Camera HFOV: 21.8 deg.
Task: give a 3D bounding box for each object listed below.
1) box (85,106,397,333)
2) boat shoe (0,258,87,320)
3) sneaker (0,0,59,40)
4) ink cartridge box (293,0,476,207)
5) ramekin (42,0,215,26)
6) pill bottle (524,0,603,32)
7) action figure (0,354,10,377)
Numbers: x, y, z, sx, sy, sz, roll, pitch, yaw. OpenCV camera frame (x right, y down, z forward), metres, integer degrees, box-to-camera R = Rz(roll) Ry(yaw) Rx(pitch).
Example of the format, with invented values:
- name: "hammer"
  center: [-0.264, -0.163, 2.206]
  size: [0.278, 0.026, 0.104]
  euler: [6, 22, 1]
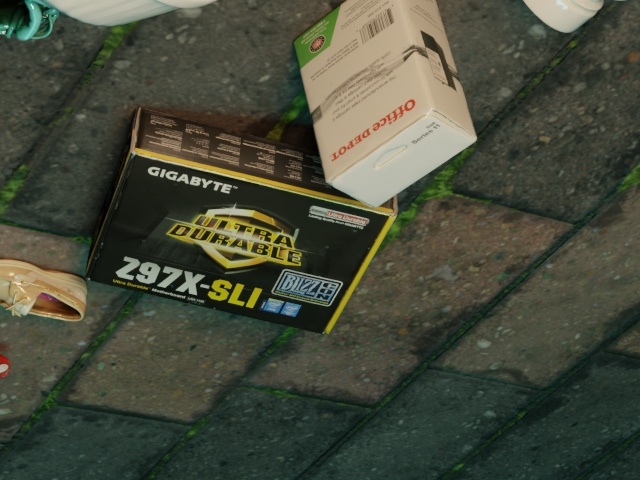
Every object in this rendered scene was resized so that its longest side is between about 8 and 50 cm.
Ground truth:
- name: "box"
  center: [-0.100, -0.017, 2.012]
  size: [0.322, 0.079, 0.257]
  euler: [14, 141, -13]
- name: "boat shoe"
  center: [-0.374, 0.068, 2.118]
  size: [0.170, 0.059, 0.063]
  euler: [9, 140, -28]
- name: "sneaker"
  center: [-0.275, -0.228, 1.500]
  size: [0.107, 0.110, 0.275]
  euler: [-38, 176, 34]
- name: "ink cartridge box"
  center: [0.067, -0.162, 1.793]
  size: [0.153, 0.208, 0.087]
  euler: [-33, 140, 28]
- name: "ramekin"
  center: [-0.189, -0.314, 1.469]
  size: [0.127, 0.273, 0.273]
  euler: [-20, 146, 31]
- name: "pill bottle"
  center: [0.308, -0.322, 1.708]
  size: [0.131, 0.131, 0.229]
  euler: [20, 134, -37]
- name: "action figure"
  center: [-0.501, 0.149, 2.136]
  size: [0.091, 0.139, 0.280]
  euler: [-30, 144, 26]
